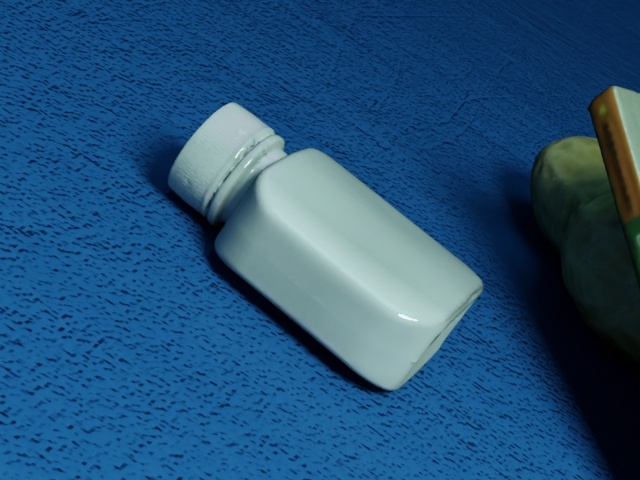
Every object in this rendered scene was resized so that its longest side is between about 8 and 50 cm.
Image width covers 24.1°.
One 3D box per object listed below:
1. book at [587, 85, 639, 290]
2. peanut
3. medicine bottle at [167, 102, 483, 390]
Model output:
[{"bbox_3d":[0.295,0.095,0.939,0.260,0.043,0.370,20,48,-40],"label":"book"},{"bbox_3d":[0.219,-0.002,1.096,0.120,0.110,0.236,-5,37,-16],"label":"peanut"},{"bbox_3d":[0.000,0.000,0.871,0.183,0.069,0.119,40,27,8],"label":"medicine bottle"}]
